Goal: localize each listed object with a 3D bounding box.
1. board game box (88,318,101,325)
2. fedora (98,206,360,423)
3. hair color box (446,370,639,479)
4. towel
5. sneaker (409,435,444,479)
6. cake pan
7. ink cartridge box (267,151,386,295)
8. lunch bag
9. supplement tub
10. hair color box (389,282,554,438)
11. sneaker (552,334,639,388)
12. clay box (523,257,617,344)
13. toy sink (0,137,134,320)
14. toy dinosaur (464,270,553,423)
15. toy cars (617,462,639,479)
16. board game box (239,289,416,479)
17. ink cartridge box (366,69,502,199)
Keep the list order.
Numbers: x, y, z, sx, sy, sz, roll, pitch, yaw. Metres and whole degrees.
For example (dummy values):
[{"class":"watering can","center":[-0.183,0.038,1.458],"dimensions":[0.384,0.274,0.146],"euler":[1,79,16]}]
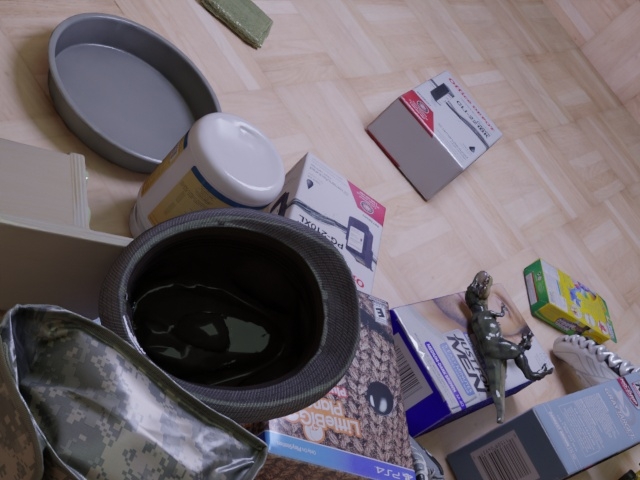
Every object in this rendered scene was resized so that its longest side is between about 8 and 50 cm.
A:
[{"class":"board game box","center":[-0.274,0.124,1.032],"dimensions":[0.090,0.020,0.090],"euler":[32,39,-21]},{"class":"fedora","center":[-0.105,0.092,0.953],"dimensions":[0.276,0.124,0.243],"euler":[-3,67,-19]},{"class":"hair color box","center":[0.396,0.327,1.404],"dimensions":[0.375,0.185,0.113],"euler":[-3,60,-47]},{"class":"towel","center":[-0.160,-0.441,1.665],"dimensions":[0.148,0.027,0.110],"euler":[38,38,-16]},{"class":"sneaker","center":[0.135,0.332,1.179],"dimensions":[0.132,0.086,0.228],"euler":[42,14,-24]},{"class":"cake pan","center":[-0.283,-0.218,1.308],"dimensions":[0.293,0.054,0.293],"euler":[28,41,-27]},{"class":"ink cartridge box","center":[0.000,0.000,1.363],"dimensions":[0.172,0.100,0.237],"euler":[35,38,-18]},{"class":"lunch bag","center":[-0.237,0.209,0.808],"dimensions":[0.287,0.235,0.169],"euler":[40,40,-13]},{"class":"supplement tub","center":[-0.158,-0.063,1.170],"dimensions":[0.144,0.200,0.144],"euler":[27,42,-27]},{"class":"hair color box","center":[0.229,0.189,1.427],"dimensions":[0.339,0.110,0.185],"euler":[-7,61,-51]},{"class":"sneaker","center":[0.537,0.268,1.613],"dimensions":[0.110,0.118,0.292],"euler":[34,-2,-36]},{"class":"clay box","center":[0.533,0.141,1.831],"dimensions":[0.222,0.053,0.127],"euler":[30,40,-26]},{"class":"toy sink","center":[-0.338,-0.017,0.965],"dimensions":[0.234,0.153,0.131],"euler":[12,47,-32]},{"class":"toy dinosaur","center":[0.296,0.177,1.367],"dimensions":[0.118,0.064,0.268],"euler":[12,49,-21]},{"class":"toy cars","center":[0.598,0.401,1.637],"dimensions":[0.177,0.087,0.393],"euler":[28,35,-10]},{"class":"board game box","center":[-0.023,0.196,1.125],"dimensions":[0.232,0.141,0.291],"euler":[23,43,-31]},{"class":"ink cartridge box","center":[0.248,-0.229,1.820],"dimensions":[0.197,0.114,0.273],"euler":[50,35,2]}]
